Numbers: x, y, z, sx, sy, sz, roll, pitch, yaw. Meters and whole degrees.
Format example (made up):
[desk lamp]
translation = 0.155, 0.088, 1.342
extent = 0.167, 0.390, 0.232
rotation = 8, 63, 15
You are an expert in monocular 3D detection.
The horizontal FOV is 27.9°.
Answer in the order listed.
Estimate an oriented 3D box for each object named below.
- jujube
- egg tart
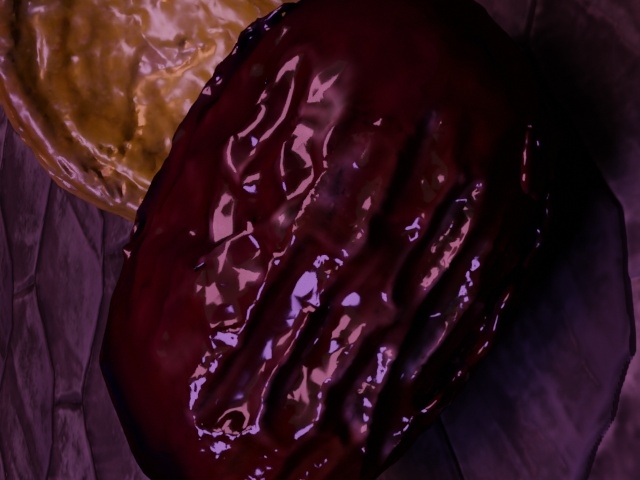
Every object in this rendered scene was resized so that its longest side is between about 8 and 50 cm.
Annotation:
[jujube]
translation = 0.002, 0.011, 0.833
extent = 0.376, 0.258, 0.258
rotation = -54, 41, 23
[egg tart]
translation = -0.112, -0.167, 1.045
extent = 0.345, 0.345, 0.132
rotation = -60, 1, 36
